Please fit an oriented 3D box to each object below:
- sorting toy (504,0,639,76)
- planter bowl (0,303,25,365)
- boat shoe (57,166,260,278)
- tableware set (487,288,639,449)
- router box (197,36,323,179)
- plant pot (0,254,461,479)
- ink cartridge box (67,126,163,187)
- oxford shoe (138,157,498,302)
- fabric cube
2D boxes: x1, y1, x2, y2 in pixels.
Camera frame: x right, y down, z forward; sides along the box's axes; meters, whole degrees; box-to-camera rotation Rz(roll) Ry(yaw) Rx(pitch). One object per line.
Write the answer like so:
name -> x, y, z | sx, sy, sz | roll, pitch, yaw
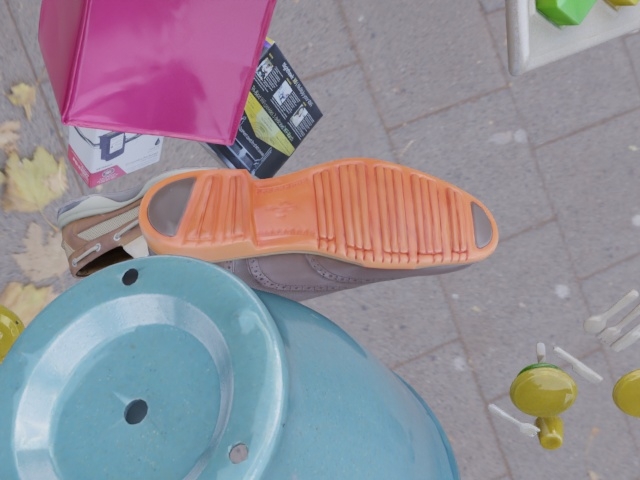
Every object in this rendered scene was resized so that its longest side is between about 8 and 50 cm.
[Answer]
sorting toy -> 0.178, -0.222, 0.580 | 0.208, 0.038, 0.192 | -28, 119, -44
planter bowl -> -0.525, 0.163, 1.375 | 0.090, 0.217, 0.217 | -28, 98, 29
boat shoe -> -0.214, -0.016, 1.191 | 0.325, 0.123, 0.116 | -14, 72, 28
tableware set -> 0.204, 0.098, 0.633 | 0.104, 0.024, 0.154 | 33, 121, -13
router box -> -0.142, -0.264, 1.870 | 0.081, 0.309, 0.243 | 36, 84, 29
plant pot -> -0.066, 0.147, 0.559 | 0.272, 0.255, 0.271 | -9, 59, 16
ink cartridge box -> -0.407, -0.236, 1.778 | 0.172, 0.237, 0.100 | -27, 69, -31
oxford shoe -> 0.000, 0.000, 0.933 | 0.364, 0.132, 0.129 | 3, 53, 1
fabric cube -> -0.245, -0.317, 1.264 | 0.259, 0.258, 0.254 | 5, 123, -28
